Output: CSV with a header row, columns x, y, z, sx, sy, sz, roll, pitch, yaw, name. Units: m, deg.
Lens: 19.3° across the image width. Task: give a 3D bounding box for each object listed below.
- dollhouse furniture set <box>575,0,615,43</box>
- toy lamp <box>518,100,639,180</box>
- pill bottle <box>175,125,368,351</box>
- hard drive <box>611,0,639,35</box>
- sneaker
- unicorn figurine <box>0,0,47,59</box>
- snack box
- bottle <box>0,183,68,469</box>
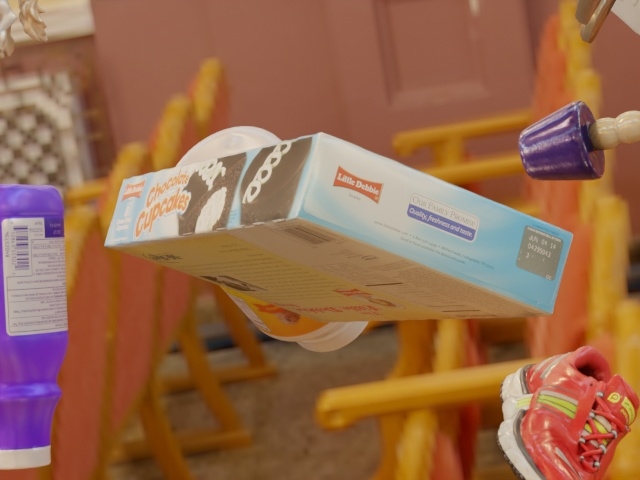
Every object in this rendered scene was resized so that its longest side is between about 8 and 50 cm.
x,y,z,sx,sy,sz,roll,pitch,yaw,name
0.121,-0.196,1.170,0.151,0.144,0.123,24,63,14,dollhouse furniture set
0.318,-0.111,1.734,0.274,0.080,0.080,-13,11,24,toy lamp
-0.035,0.007,1.592,0.117,0.215,0.117,-16,51,21,pill bottle
0.215,-0.299,1.195,0.040,0.203,0.307,-33,-18,-39,hard drive
0.226,0.167,1.656,0.118,0.107,0.279,-29,20,13,sneaker
-0.297,-0.200,1.501,0.060,0.111,0.162,5,6,45,unicorn figurine
0.000,0.000,1.256,0.187,0.060,0.322,21,-12,-25,snack box
-0.308,0.085,1.882,0.092,0.283,0.118,-2,0,30,bottle
